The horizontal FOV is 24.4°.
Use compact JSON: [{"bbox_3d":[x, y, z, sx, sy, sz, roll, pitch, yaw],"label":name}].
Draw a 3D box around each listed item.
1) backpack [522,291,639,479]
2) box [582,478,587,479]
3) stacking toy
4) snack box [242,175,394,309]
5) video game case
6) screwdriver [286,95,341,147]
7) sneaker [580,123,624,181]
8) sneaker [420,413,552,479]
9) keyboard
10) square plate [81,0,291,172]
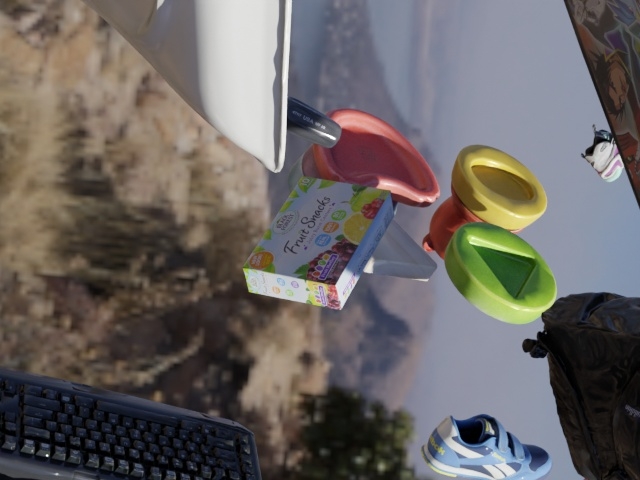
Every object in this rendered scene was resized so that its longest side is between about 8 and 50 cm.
[{"bbox_3d":[0.285,0.142,1.370,0.115,0.152,0.182,-32,119,-35],"label":"backpack"},{"bbox_3d":[0.367,0.348,1.715,0.232,0.127,0.149,-34,112,-43],"label":"box"},{"bbox_3d":[0.111,0.002,1.668,0.130,0.309,0.279,-57,-152,36],"label":"stacking toy"},{"bbox_3d":[0.000,0.000,1.443,0.141,0.100,0.037,-59,148,-41],"label":"snack box"},{"bbox_3d":[0.296,-0.136,1.249,0.248,0.035,0.275,127,-55,-77],"label":"video game case"},{"bbox_3d":[-0.059,-0.102,1.004,0.025,0.170,0.024,-61,-155,18],"label":"screwdriver"},{"bbox_3d":[0.349,-0.119,1.741,0.098,0.069,0.038,-43,-162,27],"label":"sneaker"},{"bbox_3d":[0.177,0.213,1.513,0.053,0.144,0.059,-114,-141,-56],"label":"sneaker"},{"bbox_3d":[-0.191,0.186,1.196,0.201,0.317,0.033,-100,-148,-48],"label":"keyboard"},{"bbox_3d":[-0.096,-0.246,0.707,0.347,0.049,0.344,-136,-138,-56],"label":"square plate"}]
